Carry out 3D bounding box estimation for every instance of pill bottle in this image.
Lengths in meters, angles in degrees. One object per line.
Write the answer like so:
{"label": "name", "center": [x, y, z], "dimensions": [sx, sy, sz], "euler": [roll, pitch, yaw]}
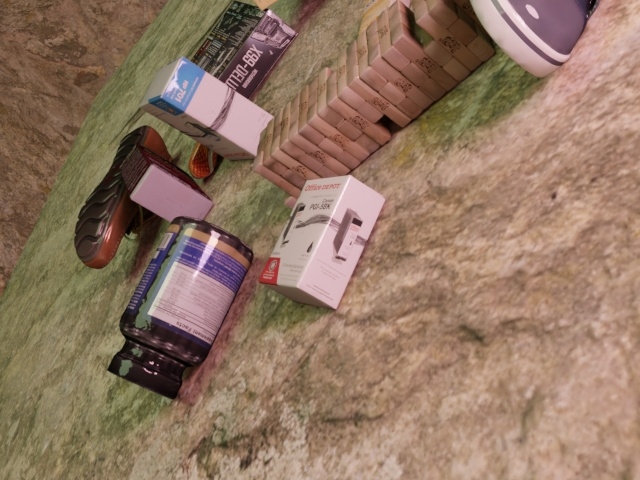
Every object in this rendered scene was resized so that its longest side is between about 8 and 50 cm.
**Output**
{"label": "pill bottle", "center": [-0.185, 0.088, 0.859], "dimensions": [0.123, 0.123, 0.219], "euler": [-1, 60, 58]}

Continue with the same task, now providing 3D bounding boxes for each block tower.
{"label": "block tower", "center": [0.051, -0.171, 0.777], "dimensions": [0.335, 0.097, 0.091], "euler": [-39, 32, 33]}

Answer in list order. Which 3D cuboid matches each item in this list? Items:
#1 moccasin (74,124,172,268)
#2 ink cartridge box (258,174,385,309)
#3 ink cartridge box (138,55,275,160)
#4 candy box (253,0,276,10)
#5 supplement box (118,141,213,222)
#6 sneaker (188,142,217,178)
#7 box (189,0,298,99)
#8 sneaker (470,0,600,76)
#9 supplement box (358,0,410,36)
{"label": "moccasin", "center": [-0.405, -0.083, 1.391], "dimensions": [0.139, 0.147, 0.380], "euler": [-25, 35, 23]}
{"label": "ink cartridge box", "center": [0.000, 0.000, 0.721], "dimensions": [0.099, 0.056, 0.135], "euler": [1, 63, 59]}
{"label": "ink cartridge box", "center": [-0.188, -0.215, 1.101], "dimensions": [0.139, 0.190, 0.082], "euler": [7, 69, 60]}
{"label": "candy box", "center": [-0.002, -0.577, 1.212], "dimensions": [0.316, 0.087, 0.183], "euler": [-26, 39, 23]}
{"label": "supplement box", "center": [-0.293, -0.103, 1.221], "dimensions": [0.073, 0.130, 0.239], "euler": [-56, 29, 3]}
{"label": "sneaker", "center": [-0.204, -0.199, 1.250], "dimensions": [0.175, 0.064, 0.067], "euler": [-58, 21, -5]}
{"label": "box", "center": [-0.192, -0.379, 1.382], "dimensions": [0.242, 0.076, 0.307], "euler": [-53, 30, 5]}
{"label": "sneaker", "center": [0.214, -0.292, 0.603], "dimensions": [0.127, 0.126, 0.321], "euler": [-36, 32, 44]}
{"label": "supplement box", "center": [0.092, -0.324, 0.928], "dimensions": [0.062, 0.036, 0.098], "euler": [-28, 39, 42]}
